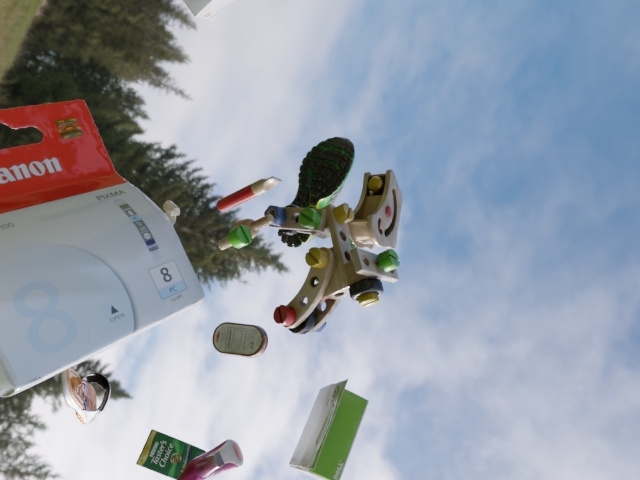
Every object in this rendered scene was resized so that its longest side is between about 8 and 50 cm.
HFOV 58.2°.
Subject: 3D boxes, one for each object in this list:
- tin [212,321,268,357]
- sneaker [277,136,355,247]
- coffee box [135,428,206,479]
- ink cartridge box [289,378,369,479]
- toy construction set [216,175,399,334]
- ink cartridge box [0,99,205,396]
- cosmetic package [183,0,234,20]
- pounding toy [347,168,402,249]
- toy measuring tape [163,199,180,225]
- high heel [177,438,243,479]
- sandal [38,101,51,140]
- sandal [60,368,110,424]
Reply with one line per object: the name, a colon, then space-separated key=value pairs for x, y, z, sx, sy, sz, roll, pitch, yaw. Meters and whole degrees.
tin: x=-0.260 y=0.317 z=1.844 sx=0.189 sy=0.040 sz=0.106 roll=2 pitch=-108 yaw=21
sneaker: x=-0.008 y=-0.144 z=1.661 sx=0.344 sy=0.134 sz=0.146 roll=-59 pitch=168 yaw=14
coffee box: x=-0.460 y=0.669 z=1.774 sx=0.113 sy=0.184 sz=0.040 roll=-67 pitch=-168 yaw=-25
ink cartridge box: x=0.031 y=0.405 z=1.207 sx=0.189 sy=0.097 sz=0.255 roll=-65 pitch=-176 yaw=-22
toy construction set: x=0.000 y=0.000 z=1.003 sx=0.237 sy=0.309 sz=0.258 roll=-22 pitch=-140 yaw=36
ink cartridge box: x=-0.373 y=-0.025 z=0.814 sx=0.091 sy=0.308 sz=0.385 roll=-23 pitch=-88 yaw=42
cosmetic package: x=-0.189 y=-0.588 z=1.269 sx=0.239 sy=0.060 sz=0.099 roll=-35 pitch=-178 yaw=21
pounding toy: x=0.101 y=-0.049 z=1.446 sx=0.154 sy=0.154 sz=0.270 roll=-2 pitch=-116 yaw=31
toy measuring tape: x=-0.418 y=0.046 z=1.170 sx=0.330 sy=0.121 sz=0.121 roll=-56 pitch=-150 yaw=-1
high heel: x=-0.289 y=0.604 z=1.551 sx=0.117 sy=0.244 sz=0.082 roll=-28 pitch=-101 yaw=4
sandal: x=-0.560 y=-0.092 z=1.311 sx=0.106 sy=0.446 sz=0.168 roll=-14 pitch=-142 yaw=-4
sandal: x=-0.509 y=0.342 z=1.281 sx=0.265 sy=0.076 sz=0.102 roll=108 pitch=-31 yaw=-63
